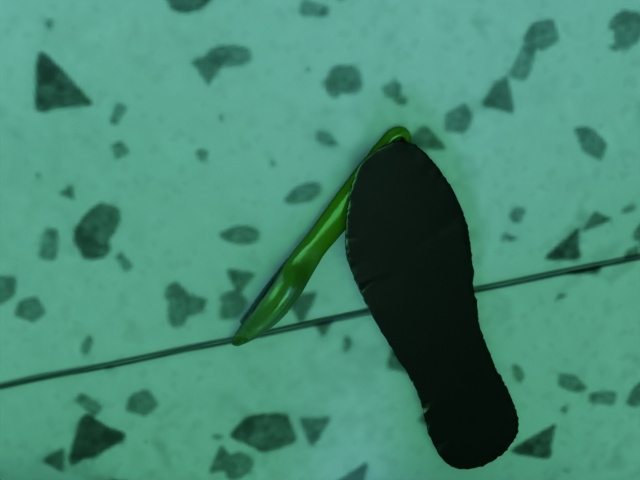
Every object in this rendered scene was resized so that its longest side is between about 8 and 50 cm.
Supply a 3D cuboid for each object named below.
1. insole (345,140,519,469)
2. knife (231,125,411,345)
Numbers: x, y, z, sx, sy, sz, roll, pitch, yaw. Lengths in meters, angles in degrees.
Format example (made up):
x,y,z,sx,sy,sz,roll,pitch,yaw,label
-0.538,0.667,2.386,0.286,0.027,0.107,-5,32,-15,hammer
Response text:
x,y,z,sx,sy,sz,roll,pitch,yaw,label
0.075,0.050,0.977,0.086,0.005,0.253,-25,113,-10,insole
0.000,0.000,0.947,0.022,0.026,0.184,34,97,-33,knife
